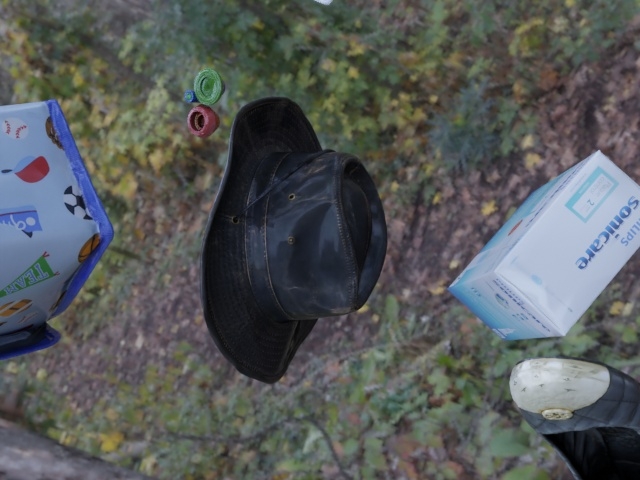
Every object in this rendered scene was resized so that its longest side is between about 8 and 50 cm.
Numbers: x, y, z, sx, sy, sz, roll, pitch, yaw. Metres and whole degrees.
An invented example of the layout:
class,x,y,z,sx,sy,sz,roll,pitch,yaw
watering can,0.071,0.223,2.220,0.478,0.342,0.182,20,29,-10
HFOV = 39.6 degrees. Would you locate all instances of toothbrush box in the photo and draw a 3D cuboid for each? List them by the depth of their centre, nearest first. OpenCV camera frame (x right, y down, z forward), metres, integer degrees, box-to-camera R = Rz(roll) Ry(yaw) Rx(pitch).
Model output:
class,x,y,z,sx,sy,sz,roll,pitch,yaw
toothbrush box,0.318,0.021,1.249,0.216,0.126,0.295,-48,-2,-7

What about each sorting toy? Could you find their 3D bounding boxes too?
class,x,y,z,sx,sy,sz,roll,pitch,yaw
sorting toy,-0.158,-0.196,1.263,0.061,0.042,0.102,33,115,28

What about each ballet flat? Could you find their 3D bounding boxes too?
class,x,y,z,sx,sy,sz,roll,pitch,yaw
ballet flat,0.136,0.102,0.418,0.057,0.173,0.049,-6,53,36

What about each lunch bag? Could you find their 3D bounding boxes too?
class,x,y,z,sx,sy,sz,roll,pitch,yaw
lunch bag,-0.471,0.039,1.060,0.385,0.328,0.239,-42,67,47

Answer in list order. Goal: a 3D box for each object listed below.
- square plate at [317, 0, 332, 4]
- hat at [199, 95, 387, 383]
class,x,y,z,sx,sy,sz,roll,pitch,yaw
square plate,-0.085,-0.491,1.002,0.049,0.344,0.347,-50,-15,-43
hat,0.000,0.000,1.004,0.134,0.331,0.331,2,64,24
